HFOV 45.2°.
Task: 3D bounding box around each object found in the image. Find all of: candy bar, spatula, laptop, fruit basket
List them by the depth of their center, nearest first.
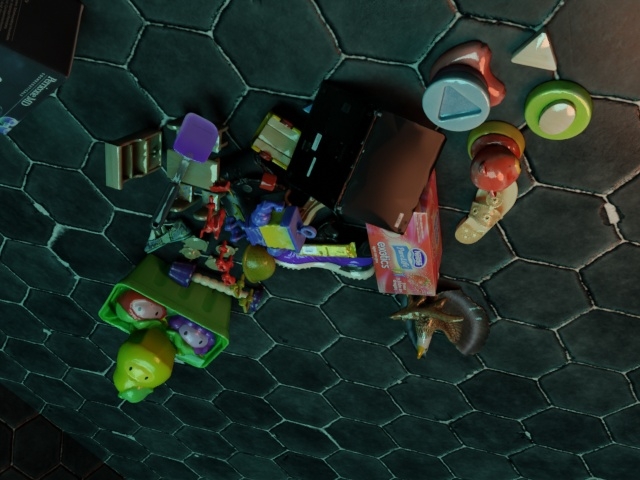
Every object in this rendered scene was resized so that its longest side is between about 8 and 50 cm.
[{"bbox_3d":[0.089,-0.175,1.625,0.264,0.136,0.234,33,108,34],"label":"laptop"},{"bbox_3d":[-0.318,-0.142,1.725,0.084,0.030,0.296,25,115,-10],"label":"spatula"},{"bbox_3d":[0.010,0.022,1.895,0.161,0.018,0.040,1,113,18],"label":"candy bar"},{"bbox_3d":[-0.478,0.282,2.257,0.392,0.392,0.283,30,140,-13],"label":"fruit basket"}]

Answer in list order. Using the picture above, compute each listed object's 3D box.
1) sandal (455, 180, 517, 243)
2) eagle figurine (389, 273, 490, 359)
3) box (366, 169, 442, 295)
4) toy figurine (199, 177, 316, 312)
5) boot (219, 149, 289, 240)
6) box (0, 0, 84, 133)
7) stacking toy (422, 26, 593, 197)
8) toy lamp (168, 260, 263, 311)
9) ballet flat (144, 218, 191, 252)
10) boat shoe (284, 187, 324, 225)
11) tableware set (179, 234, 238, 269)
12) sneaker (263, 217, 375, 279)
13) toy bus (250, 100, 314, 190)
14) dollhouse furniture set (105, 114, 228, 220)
[{"bbox_3d":[0.375,-0.049,1.750,0.088,0.079,0.240,22,141,-4],"label":"sandal"},{"bbox_3d":[0.295,0.211,2.040,0.226,0.225,0.298,46,-171,29],"label":"eagle figurine"},{"bbox_3d":[0.199,-0.021,1.791,0.142,0.154,0.300,3,139,16],"label":"box"},{"bbox_3d":[-0.110,0.014,1.792,0.217,0.191,0.362,-1,141,16],"label":"toy figurine"},{"bbox_3d":[-0.157,-0.108,1.882,0.207,0.094,0.246,-10,127,36],"label":"boot"},{"bbox_3d":[-0.743,-0.433,1.561,0.395,0.212,0.293,23,145,-39],"label":"box"},{"bbox_3d":[0.362,-0.239,1.494,0.279,0.130,0.309,-17,129,36],"label":"stacking toy"},{"bbox_3d":[-0.306,0.129,2.234,0.274,0.080,0.080,20,141,-2],"label":"toy lamp"},{"bbox_3d":[-0.433,-0.018,2.138,0.188,0.070,0.070,-20,127,35],"label":"ballet flat"},{"bbox_3d":[-0.053,-0.096,1.845,0.095,0.095,0.257,15,139,-39],"label":"boat shoe"},{"bbox_3d":[-0.318,0.034,2.160,0.168,0.020,0.141,22,147,-20],"label":"tableware set"},{"bbox_3d":[0.000,-0.001,1.954,0.293,0.102,0.146,9,133,7],"label":"sneaker"},{"bbox_3d":[-0.057,-0.205,1.721,0.191,0.104,0.202,-12,109,-4],"label":"toy bus"},{"bbox_3d":[-0.352,-0.171,1.782,0.242,0.161,0.212,17,119,21],"label":"dollhouse furniture set"}]
